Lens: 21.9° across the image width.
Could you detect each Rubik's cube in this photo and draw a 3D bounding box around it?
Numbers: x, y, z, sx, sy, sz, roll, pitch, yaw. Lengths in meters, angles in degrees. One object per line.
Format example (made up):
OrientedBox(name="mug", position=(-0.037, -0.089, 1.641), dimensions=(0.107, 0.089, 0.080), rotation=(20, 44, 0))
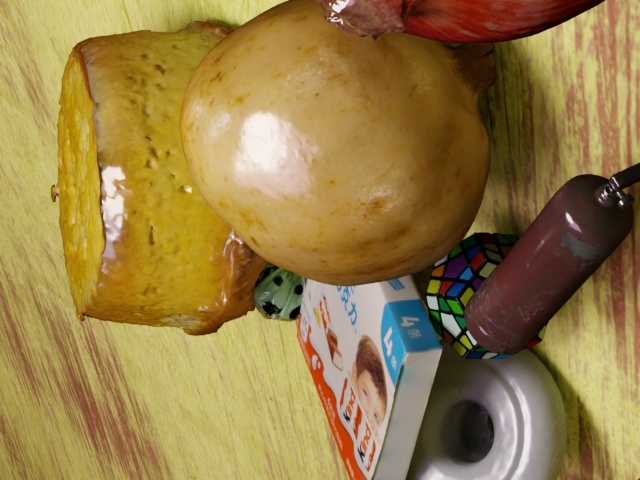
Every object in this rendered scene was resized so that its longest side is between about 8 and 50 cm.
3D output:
OrientedBox(name="Rubik's cube", position=(0.168, 0.055, 1.636), dimensions=(0.133, 0.133, 0.112), rotation=(112, 149, -60))

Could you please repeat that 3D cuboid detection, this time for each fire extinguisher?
OrientedBox(name="fire extinguisher", position=(0.219, 0.006, 1.463), dimensions=(0.072, 0.089, 0.268), rotation=(61, 147, 21))

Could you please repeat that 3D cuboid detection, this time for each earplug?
OrientedBox(name="earplug", position=(0.161, 0.234, 1.813), dimensions=(0.214, 0.175, 0.325), rotation=(63, 150, 25))

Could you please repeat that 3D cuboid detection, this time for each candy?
OrientedBox(name="candy", position=(0.000, 0.000, 1.892), dimensions=(0.083, 0.091, 0.305), rotation=(43, 140, 3))

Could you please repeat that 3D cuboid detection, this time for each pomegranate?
OrientedBox(name="pomegranate", position=(0.013, -0.094, 1.540), dimensions=(0.307, 0.307, 0.307), rotation=(42, 151, 30))

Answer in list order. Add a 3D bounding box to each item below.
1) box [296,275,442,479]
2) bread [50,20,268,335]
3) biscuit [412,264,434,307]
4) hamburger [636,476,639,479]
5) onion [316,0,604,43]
OrientedBox(name="box", position=(0.045, 0.108, 1.768), dimensions=(0.273, 0.048, 0.265), rotation=(-112, 24, -44))
OrientedBox(name="bread", position=(-0.184, -0.073, 1.925), dimensions=(0.398, 0.215, 0.398), rotation=(177, 90, -73))
OrientedBox(name="biscuit", position=(0.139, 0.054, 1.800), dimensions=(0.120, 0.015, 0.120), rotation=(42, 150, 31))
OrientedBox(name="hamburger", position=(0.384, 0.210, 1.245), dimensions=(0.225, 0.291, 0.291), rotation=(53, 155, 23))
OrientedBox(name="onion", position=(0.102, -0.287, 1.149), dimensions=(0.341, 0.341, 0.341), rotation=(42, 151, 30))
